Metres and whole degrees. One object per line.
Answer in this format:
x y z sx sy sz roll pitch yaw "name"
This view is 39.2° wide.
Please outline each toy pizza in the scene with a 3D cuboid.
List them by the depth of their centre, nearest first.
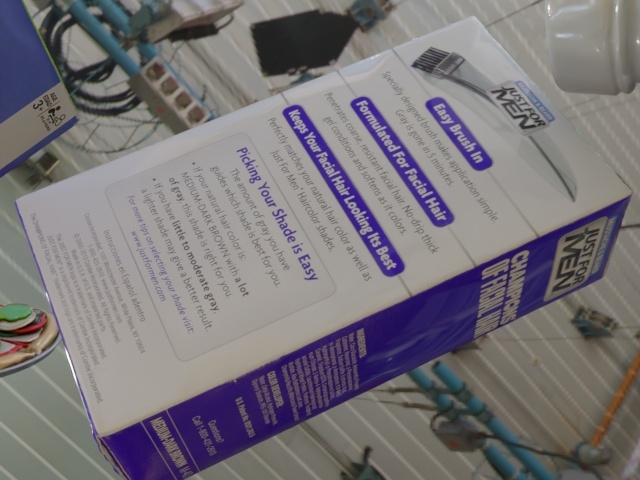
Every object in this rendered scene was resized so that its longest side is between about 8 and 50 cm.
-0.358 0.090 0.883 0.201 0.201 0.032 -8 -71 -31 "toy pizza"

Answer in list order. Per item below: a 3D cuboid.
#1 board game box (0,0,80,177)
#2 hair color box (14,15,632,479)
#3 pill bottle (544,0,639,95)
-0.241 -0.195 0.344 0.078 0.347 0.233 -40 -117 -18 "board game box"
0.000 0.000 0.583 0.339 0.110 0.185 -24 -124 -9 "hair color box"
0.303 -0.143 0.481 0.188 0.334 0.188 -26 -60 -59 "pill bottle"
